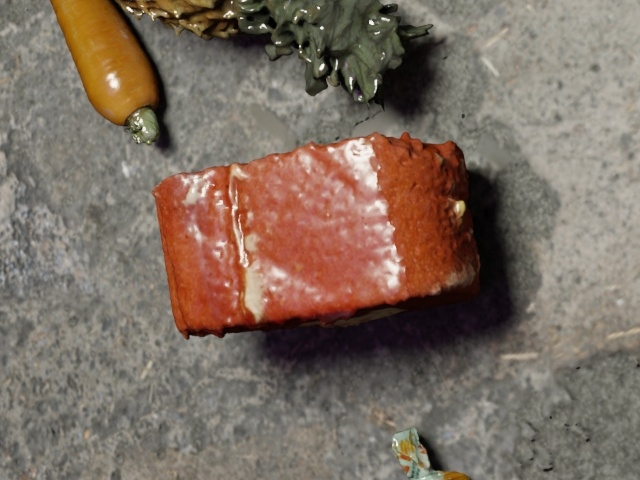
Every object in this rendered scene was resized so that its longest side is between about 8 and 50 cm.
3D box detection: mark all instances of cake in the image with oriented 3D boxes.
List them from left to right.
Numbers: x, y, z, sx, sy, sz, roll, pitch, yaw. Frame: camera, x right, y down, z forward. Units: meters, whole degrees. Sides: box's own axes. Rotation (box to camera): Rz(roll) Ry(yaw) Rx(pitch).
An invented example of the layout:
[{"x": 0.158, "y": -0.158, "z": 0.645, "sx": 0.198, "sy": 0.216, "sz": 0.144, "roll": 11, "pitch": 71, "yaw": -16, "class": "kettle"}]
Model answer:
[{"x": 0.000, "y": 0.000, "z": 1.238, "sx": 0.283, "sy": 0.177, "sz": 0.151, "roll": -13, "pitch": 87, "yaw": 27, "class": "cake"}]

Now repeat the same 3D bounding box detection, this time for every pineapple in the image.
[{"x": -0.072, "y": -0.242, "z": 1.257, "sx": 0.362, "sy": 0.202, "sz": 0.202, "roll": 37, "pitch": 113, "yaw": 17, "class": "pineapple"}]

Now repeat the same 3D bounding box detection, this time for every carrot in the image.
[{"x": -0.233, "y": -0.230, "z": 1.432, "sx": 0.069, "sy": 0.069, "sz": 0.336, "roll": -39, "pitch": 71, "yaw": 29, "class": "carrot"}]

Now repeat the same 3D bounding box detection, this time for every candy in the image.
[{"x": 0.114, "y": 0.236, "z": 1.259, "sx": 0.053, "sy": 0.046, "sz": 0.182, "roll": -41, "pitch": 75, "yaw": 30, "class": "candy"}]
